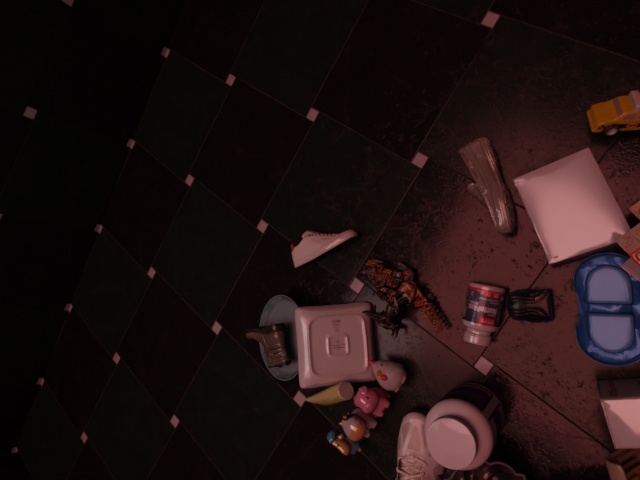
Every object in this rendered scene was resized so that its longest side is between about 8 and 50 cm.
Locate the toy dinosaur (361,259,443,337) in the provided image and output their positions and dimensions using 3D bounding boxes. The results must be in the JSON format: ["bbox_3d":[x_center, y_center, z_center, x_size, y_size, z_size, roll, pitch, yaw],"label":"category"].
[{"bbox_3d":[0.257,0.193,1.463,0.218,0.164,0.322,-52,41,-2],"label":"toy dinosaur"}]

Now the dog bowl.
[{"bbox_3d":[0.783,0.183,1.194,0.166,0.074,0.297,-3,85,30],"label":"dog bowl"}]

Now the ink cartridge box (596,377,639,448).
[{"bbox_3d":[0.847,0.404,1.060,0.289,0.211,0.122,-16,80,29],"label":"ink cartridge box"}]

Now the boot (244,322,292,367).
[{"bbox_3d":[-0.205,0.406,1.670,0.246,0.083,0.161,-20,77,50],"label":"boot"}]

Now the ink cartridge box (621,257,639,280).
[{"bbox_3d":[0.888,0.060,1.127,0.179,0.045,0.145,-43,66,-1],"label":"ink cartridge box"}]

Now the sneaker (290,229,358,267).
[{"bbox_3d":[0.000,0.000,1.643,0.290,0.106,0.123,-25,76,27],"label":"sneaker"}]

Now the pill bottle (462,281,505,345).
[{"bbox_3d":[0.491,0.222,1.339,0.108,0.108,0.180,10,91,30],"label":"pill bottle"}]

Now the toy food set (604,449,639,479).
[{"bbox_3d":[0.804,0.593,1.032,0.092,0.306,0.220,-30,68,56],"label":"toy food set"}]

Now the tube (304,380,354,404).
[{"bbox_3d":[0.031,0.544,1.535,0.070,0.062,0.240,54,141,9],"label":"tube"}]

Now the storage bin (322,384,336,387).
[{"bbox_3d":[0.030,0.436,1.602,0.122,0.084,0.180,-9,82,29],"label":"storage bin"}]

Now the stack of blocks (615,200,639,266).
[{"bbox_3d":[0.849,-0.045,1.057,0.171,0.297,0.087,54,153,21],"label":"stack of blocks"}]

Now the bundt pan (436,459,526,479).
[{"bbox_3d":[0.446,0.774,1.240,0.330,0.124,0.331,1,79,-4],"label":"bundt pan"}]

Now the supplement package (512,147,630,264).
[{"bbox_3d":[0.692,-0.083,1.220,0.204,0.145,0.262,-24,72,27],"label":"supplement package"}]

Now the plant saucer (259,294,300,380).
[{"bbox_3d":[-0.135,0.367,1.679,0.317,0.043,0.318,-8,80,50],"label":"plant saucer"}]

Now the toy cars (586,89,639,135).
[{"bbox_3d":[0.895,-0.289,1.120,0.176,0.087,0.393,-43,59,-13],"label":"toy cars"}]

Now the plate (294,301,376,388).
[{"bbox_3d":[0.058,0.360,1.524,0.277,0.045,0.278,-3,82,-8],"label":"plate"}]

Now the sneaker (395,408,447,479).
[{"bbox_3d":[0.283,0.761,1.326,0.169,0.257,0.448,-4,83,30],"label":"sneaker"}]

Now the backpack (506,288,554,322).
[{"bbox_3d":[0.608,0.190,1.278,0.120,0.101,0.098,-7,80,33],"label":"backpack"}]

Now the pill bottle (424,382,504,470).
[{"bbox_3d":[0.403,0.520,1.239,0.181,0.323,0.182,-3,84,30],"label":"pill bottle"}]

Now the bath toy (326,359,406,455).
[{"bbox_3d":[0.156,0.545,1.475,0.129,0.151,0.348,30,99,6],"label":"bath toy"}]

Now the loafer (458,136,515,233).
[{"bbox_3d":[0.515,-0.164,1.364,0.111,0.112,0.320,-22,67,32],"label":"loafer"}]
